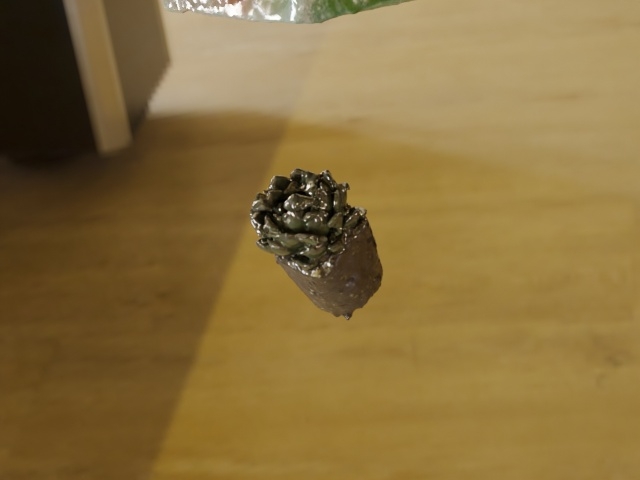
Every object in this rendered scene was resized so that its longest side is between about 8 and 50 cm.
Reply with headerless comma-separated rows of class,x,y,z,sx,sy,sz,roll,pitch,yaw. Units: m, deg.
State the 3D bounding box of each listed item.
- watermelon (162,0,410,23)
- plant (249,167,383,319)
watermelon,-0.036,-0.295,1.428,0.302,0.264,0.151,-7,3,21
plant,0.000,0.000,1.569,0.092,0.143,0.094,-43,38,-12
